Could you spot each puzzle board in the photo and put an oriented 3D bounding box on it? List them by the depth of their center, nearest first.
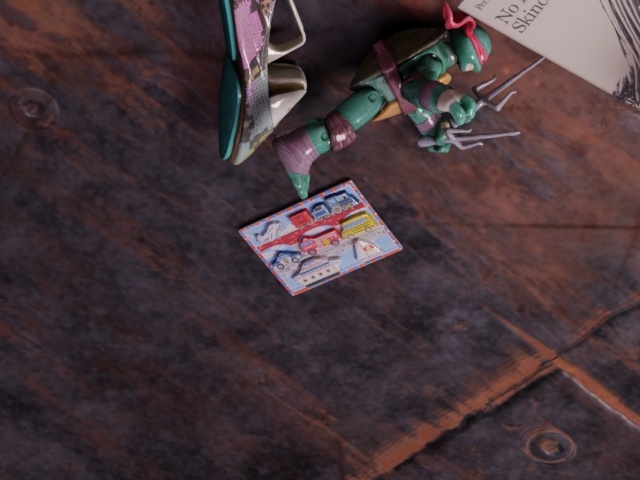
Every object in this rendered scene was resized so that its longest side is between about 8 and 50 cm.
[{"bbox_3d":[0.000,0.000,1.599,0.128,0.011,0.096,-23,123,25],"label":"puzzle board"}]

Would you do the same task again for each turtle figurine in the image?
[{"bbox_3d":[0.074,-0.117,1.426,0.234,0.175,0.118,-26,80,6],"label":"turtle figurine"}]

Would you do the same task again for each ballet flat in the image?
[{"bbox_3d":[-0.051,-0.158,1.439,0.079,0.077,0.222,-9,131,-11],"label":"ballet flat"}]

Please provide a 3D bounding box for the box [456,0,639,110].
[{"bbox_3d":[0.252,-0.184,1.357,0.275,0.094,0.113,25,128,-15],"label":"box"}]
